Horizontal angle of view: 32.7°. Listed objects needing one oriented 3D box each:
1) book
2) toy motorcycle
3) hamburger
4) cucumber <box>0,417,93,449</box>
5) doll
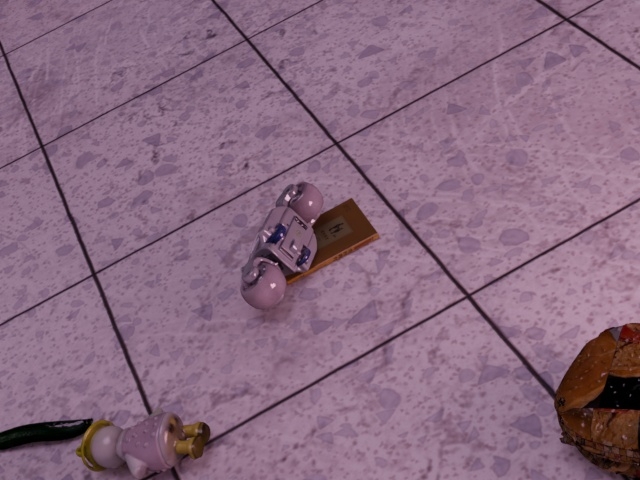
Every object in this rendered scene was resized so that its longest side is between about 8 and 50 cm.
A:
[{"bbox_3d":[0.000,0.000,1.816,0.172,0.012,0.118,-27,40,-4],"label":"book"},{"bbox_3d":[-0.070,0.008,1.768,0.112,0.112,0.254,1,47,26],"label":"toy motorcycle"},{"bbox_3d":[0.404,0.192,1.342,0.231,0.107,0.231,-19,40,17],"label":"hamburger"},{"bbox_3d":[-0.437,0.297,1.682,0.184,0.036,0.033,-11,51,16],"label":"cucumber"},{"bbox_3d":[-0.262,0.293,1.568,0.207,0.081,0.129,-9,34,19],"label":"doll"}]
